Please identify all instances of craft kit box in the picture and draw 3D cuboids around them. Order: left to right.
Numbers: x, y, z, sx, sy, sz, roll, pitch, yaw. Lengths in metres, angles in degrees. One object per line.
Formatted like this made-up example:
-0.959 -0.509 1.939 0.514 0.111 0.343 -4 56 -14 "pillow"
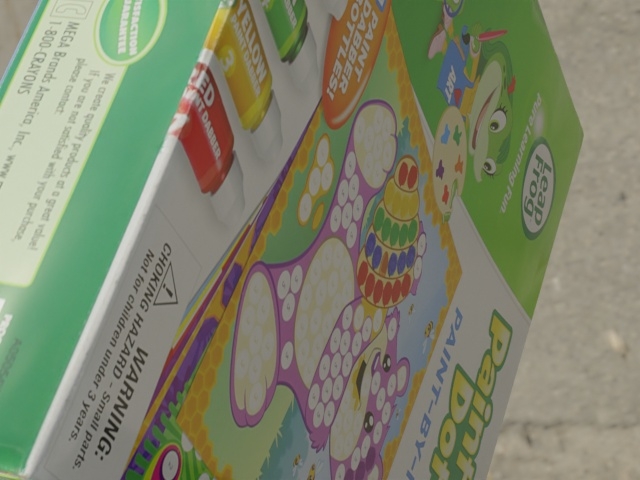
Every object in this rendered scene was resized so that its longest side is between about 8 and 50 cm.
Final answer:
0.000 0.000 0.452 0.246 0.061 0.249 61 -137 -55 "craft kit box"
